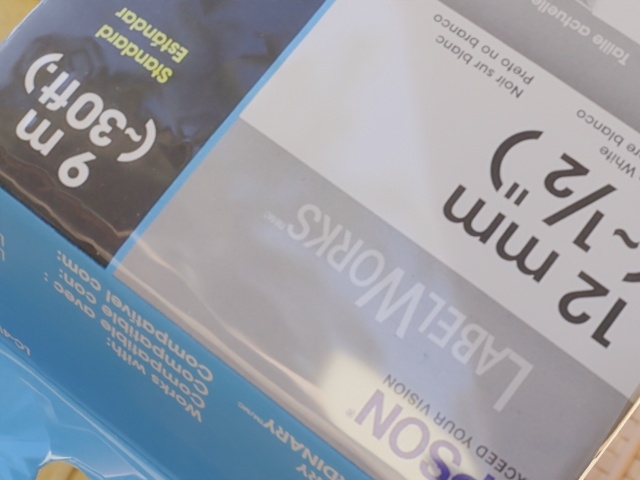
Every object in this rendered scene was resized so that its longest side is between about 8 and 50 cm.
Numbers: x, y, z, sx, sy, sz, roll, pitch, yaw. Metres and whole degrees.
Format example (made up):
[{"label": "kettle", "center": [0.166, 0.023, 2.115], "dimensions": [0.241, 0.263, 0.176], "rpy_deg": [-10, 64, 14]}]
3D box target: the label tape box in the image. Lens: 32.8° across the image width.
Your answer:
[{"label": "label tape box", "center": [0.000, 0.000, 0.404], "dimensions": [0.249, 0.347, 0.115], "rpy_deg": [36, -13, 13]}]
